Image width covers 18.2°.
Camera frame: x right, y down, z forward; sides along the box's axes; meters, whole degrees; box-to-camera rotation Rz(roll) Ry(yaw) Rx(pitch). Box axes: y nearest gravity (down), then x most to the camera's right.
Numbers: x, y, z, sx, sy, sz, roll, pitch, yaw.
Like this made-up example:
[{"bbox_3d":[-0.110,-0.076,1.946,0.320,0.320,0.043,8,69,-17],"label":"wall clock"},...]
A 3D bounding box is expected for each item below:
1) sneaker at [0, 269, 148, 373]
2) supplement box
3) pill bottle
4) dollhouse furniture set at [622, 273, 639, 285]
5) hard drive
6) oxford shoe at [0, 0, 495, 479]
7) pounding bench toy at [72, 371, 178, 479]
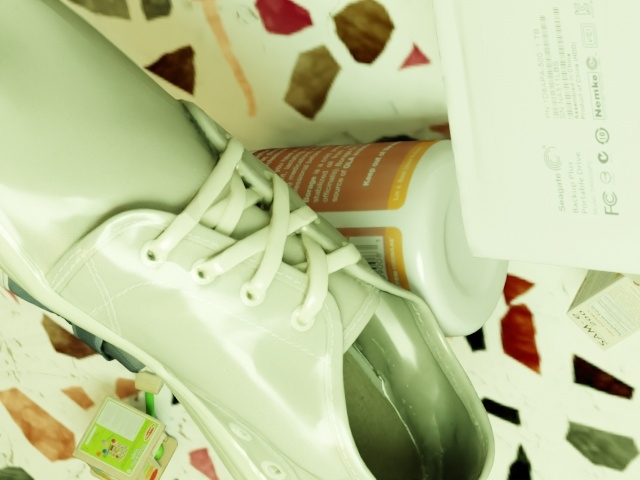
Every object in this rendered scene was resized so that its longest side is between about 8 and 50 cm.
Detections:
[{"bbox_3d":[-0.143,-0.007,1.352,0.163,0.086,0.226,36,145,16],"label":"sneaker"},{"bbox_3d":[0.199,0.018,1.194,0.036,0.062,0.098,44,135,-9],"label":"supplement box"},{"bbox_3d":[0.000,0.000,1.259,0.216,0.121,0.121,-1,124,32],"label":"pill bottle"},{"bbox_3d":[0.156,-0.097,1.082,0.184,0.129,0.129,37,135,-1],"label":"dollhouse furniture set"},{"bbox_3d":[0.192,-0.081,0.947,0.319,0.040,0.210,6,112,42],"label":"hard drive"},{"bbox_3d":[-0.055,0.008,1.102,0.130,0.169,0.449,-22,117,43],"label":"oxford shoe"},{"bbox_3d":[-0.138,0.145,1.508,0.052,0.083,0.065,24,165,16],"label":"pounding bench toy"}]
